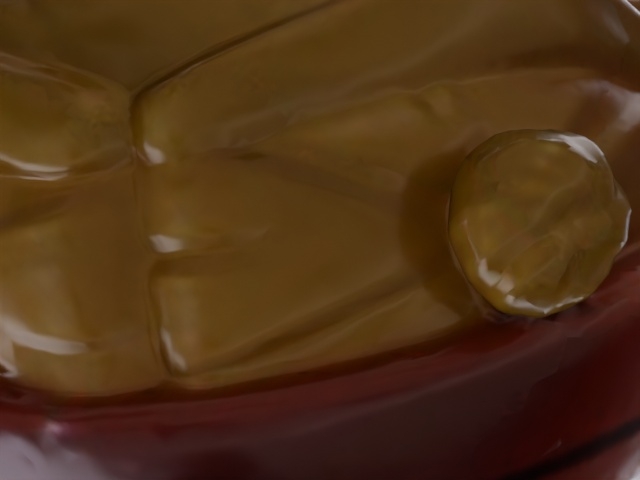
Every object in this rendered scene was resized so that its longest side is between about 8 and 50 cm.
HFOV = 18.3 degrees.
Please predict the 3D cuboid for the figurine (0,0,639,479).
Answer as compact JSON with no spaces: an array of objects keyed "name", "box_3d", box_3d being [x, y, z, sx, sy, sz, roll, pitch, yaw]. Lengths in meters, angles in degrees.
[{"name":"figurine","box_3d":[0.001,0.005,0.529,0.320,0.323,0.196,-7,-92,16]}]
